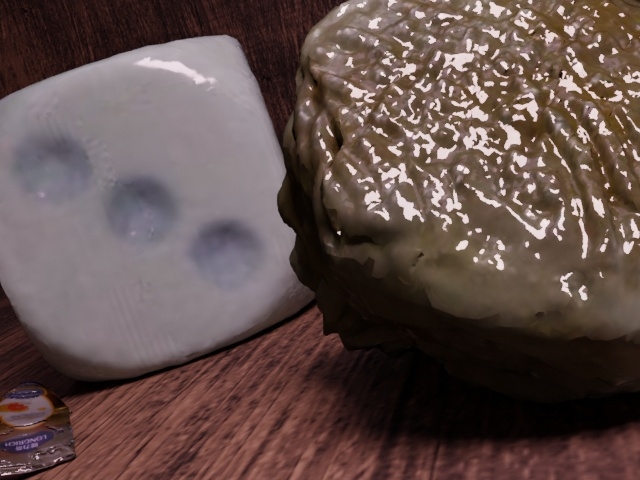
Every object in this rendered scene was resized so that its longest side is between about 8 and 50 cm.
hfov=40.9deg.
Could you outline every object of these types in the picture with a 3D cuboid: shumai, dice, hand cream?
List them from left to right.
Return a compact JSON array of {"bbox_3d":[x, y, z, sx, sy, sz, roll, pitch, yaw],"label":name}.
[{"bbox_3d":[-0.213,0.134,0.626,0.062,0.039,0.163,-4,4,-19],"label":"hand cream"},{"bbox_3d":[-0.158,-0.033,0.832,0.263,0.268,0.264,-18,6,-2],"label":"dice"},{"bbox_3d":[0.106,-0.004,0.465,0.225,0.222,0.261,-36,49,-18],"label":"shumai"}]

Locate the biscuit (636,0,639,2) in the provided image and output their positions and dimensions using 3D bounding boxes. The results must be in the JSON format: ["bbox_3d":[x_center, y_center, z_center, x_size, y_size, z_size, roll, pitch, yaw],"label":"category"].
[{"bbox_3d":[0.180,-0.163,0.546,0.299,0.045,0.154,-17,26,32],"label":"biscuit"}]
